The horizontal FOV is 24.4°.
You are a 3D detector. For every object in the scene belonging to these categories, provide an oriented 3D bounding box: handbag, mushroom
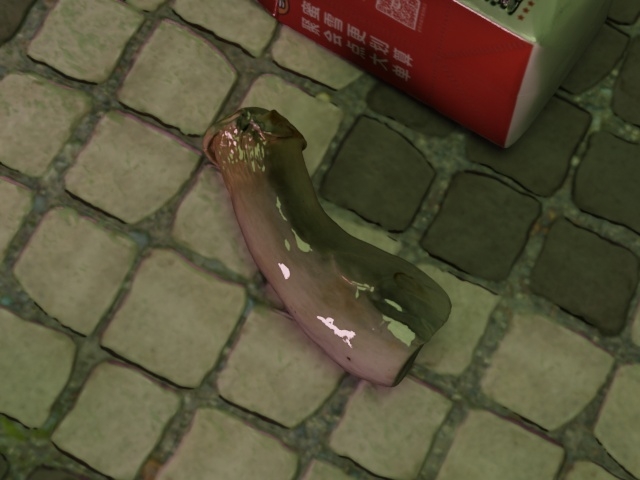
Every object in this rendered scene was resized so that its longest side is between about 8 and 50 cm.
[{"bbox_3d":[0.066,-0.223,1.094,0.298,0.151,0.171,31,66,14],"label":"handbag"},{"bbox_3d":[-0.004,0.002,1.031,0.092,0.081,0.223,-42,75,1],"label":"mushroom"}]
